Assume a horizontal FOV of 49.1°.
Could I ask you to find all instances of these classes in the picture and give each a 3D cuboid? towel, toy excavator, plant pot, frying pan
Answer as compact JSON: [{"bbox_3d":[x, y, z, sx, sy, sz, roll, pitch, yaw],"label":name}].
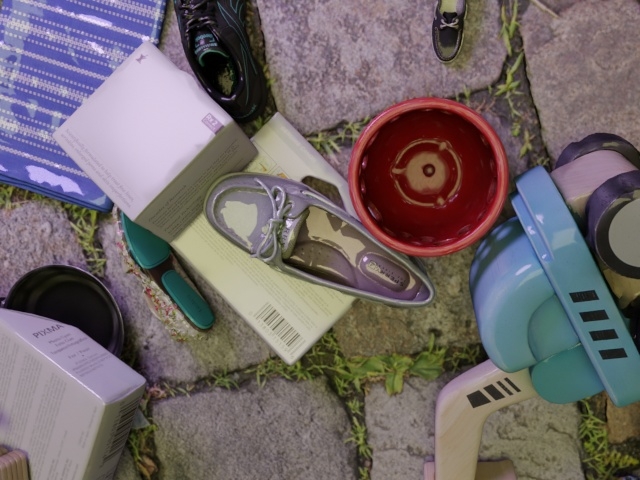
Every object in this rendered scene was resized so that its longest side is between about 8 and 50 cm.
[{"bbox_3d":[-0.376,-0.228,1.021,0.243,0.040,0.336,18,100,4],"label":"towel"},{"bbox_3d":[0.271,0.139,0.904,0.445,0.222,0.433,-26,109,17],"label":"toy excavator"},{"bbox_3d":[0.136,-0.084,0.902,0.191,0.174,0.191,1,98,7],"label":"plant pot"},{"bbox_3d":[-0.450,0.139,1.075,0.326,0.053,0.197,-7,97,10],"label":"frying pan"}]

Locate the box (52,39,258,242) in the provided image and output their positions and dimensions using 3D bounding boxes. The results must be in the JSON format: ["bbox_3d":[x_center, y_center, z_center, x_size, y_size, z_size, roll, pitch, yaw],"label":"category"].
[{"bbox_3d":[-0.215,-0.129,0.932,0.182,0.119,0.181,-46,71,-2],"label":"box"}]

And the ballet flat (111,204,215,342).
[{"bbox_3d":[-0.245,0.050,1.023,0.077,0.091,0.241,-31,89,33],"label":"ballet flat"}]

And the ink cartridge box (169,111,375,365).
[{"bbox_3d":[-0.053,-0.003,0.999,0.239,0.060,0.275,-44,90,-2],"label":"ink cartridge box"}]

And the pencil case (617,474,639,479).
[{"bbox_3d":[0.362,0.448,0.971,0.273,0.113,0.124,-45,127,13],"label":"pencil case"}]

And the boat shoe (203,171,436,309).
[{"bbox_3d":[0.000,0.003,0.910,0.320,0.103,0.118,28,91,-7],"label":"boat shoe"}]

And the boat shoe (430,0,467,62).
[{"bbox_3d":[0.174,-0.302,0.936,0.046,0.038,0.125,10,99,6],"label":"boat shoe"}]

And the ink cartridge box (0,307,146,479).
[{"bbox_3d":[-0.465,0.239,1.061,0.385,0.091,0.308,32,115,19],"label":"ink cartridge box"}]

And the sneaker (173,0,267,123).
[{"bbox_3d":[-0.144,-0.292,0.948,0.101,0.106,0.267,-22,93,11],"label":"sneaker"}]

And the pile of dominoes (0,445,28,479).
[{"bbox_3d":[-0.530,0.326,1.059,0.251,0.040,0.196,10,108,35],"label":"pile of dominoes"}]
